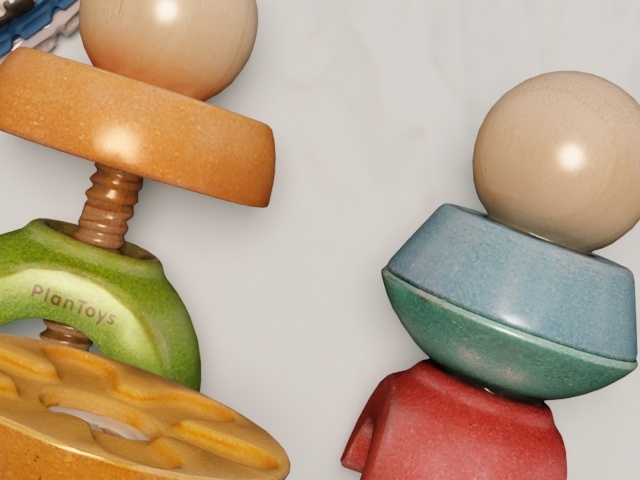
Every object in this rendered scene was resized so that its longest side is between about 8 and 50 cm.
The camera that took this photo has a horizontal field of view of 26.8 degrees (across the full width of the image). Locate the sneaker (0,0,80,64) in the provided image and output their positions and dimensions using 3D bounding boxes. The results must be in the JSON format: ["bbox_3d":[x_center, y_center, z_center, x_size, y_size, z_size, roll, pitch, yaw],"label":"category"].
[{"bbox_3d":[-0.082,-0.134,0.485,0.191,0.071,0.083,-31,80,-8],"label":"sneaker"}]

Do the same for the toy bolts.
[{"bbox_3d":[0.000,0.000,0.405,0.228,0.218,0.158,19,94,-9],"label":"toy bolts"}]
